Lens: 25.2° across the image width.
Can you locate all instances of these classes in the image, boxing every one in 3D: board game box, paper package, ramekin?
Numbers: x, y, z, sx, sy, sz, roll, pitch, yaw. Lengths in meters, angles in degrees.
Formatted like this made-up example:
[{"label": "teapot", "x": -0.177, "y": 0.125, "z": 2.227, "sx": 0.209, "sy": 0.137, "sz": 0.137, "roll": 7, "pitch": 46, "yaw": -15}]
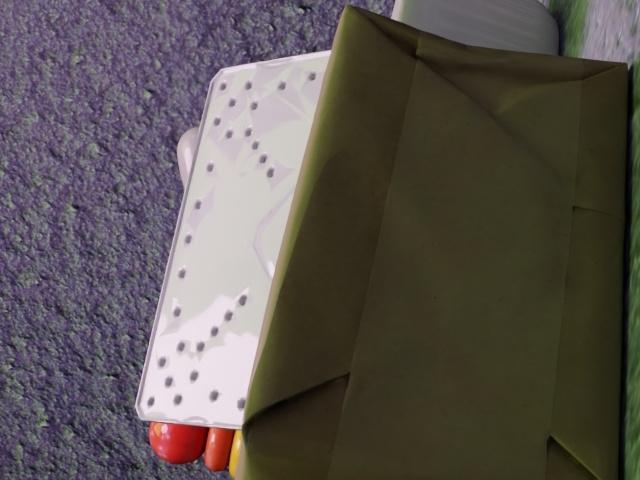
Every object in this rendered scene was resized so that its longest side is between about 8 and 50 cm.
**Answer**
[{"label": "board game box", "x": 0.000, "y": 0.000, "z": 1.398, "sx": 0.390, "sy": 0.050, "sz": 0.390, "roll": -2, "pitch": 71, "yaw": 43}, {"label": "paper package", "x": 0.047, "y": 0.090, "z": 0.810, "sx": 0.325, "sy": 0.168, "sz": 0.309, "roll": 100, "pitch": -179, "yaw": -50}, {"label": "ramekin", "x": 0.102, "y": -0.084, "z": 1.140, "sx": 0.273, "sy": 0.127, "sz": 0.273, "roll": -168, "pitch": 90, "yaw": -90}]

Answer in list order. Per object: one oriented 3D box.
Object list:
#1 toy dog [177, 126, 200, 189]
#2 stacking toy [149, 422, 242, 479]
[{"label": "toy dog", "x": -0.067, "y": 0.030, "z": 1.723, "sx": 0.220, "sy": 0.161, "sz": 0.334, "roll": 30, "pitch": 126, "yaw": 48}, {"label": "stacking toy", "x": -0.080, "y": 0.295, "z": 2.029, "sx": 0.141, "sy": 0.330, "sz": 0.141, "roll": -168, "pitch": 90, "yaw": -90}]
